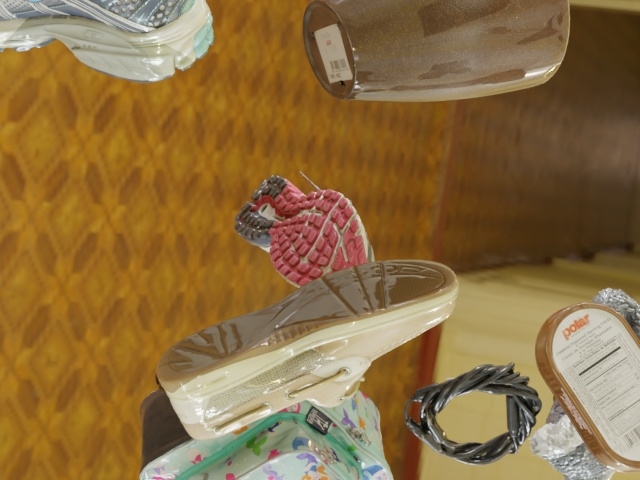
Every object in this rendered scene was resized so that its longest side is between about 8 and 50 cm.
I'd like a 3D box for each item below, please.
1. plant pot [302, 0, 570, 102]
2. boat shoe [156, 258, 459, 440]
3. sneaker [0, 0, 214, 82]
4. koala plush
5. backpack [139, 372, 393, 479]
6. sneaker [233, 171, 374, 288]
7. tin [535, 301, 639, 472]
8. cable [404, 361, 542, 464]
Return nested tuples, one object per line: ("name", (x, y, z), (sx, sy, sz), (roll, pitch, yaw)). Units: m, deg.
("plant pot", (0.106, -0.232, 1.352), (0.230, 0.215, 0.215), (-22, 128, -24))
("boat shoe", (-0.003, 0.108, 1.240), (0.109, 0.302, 0.098), (-110, 179, -65))
("sneaker", (-0.212, -0.215, 0.978), (0.110, 0.283, 0.122), (-57, 151, -43))
("koala plush", (0.367, 0.216, 1.600), (0.221, 0.203, 0.196), (-42, 143, 1))
("backpack", (-0.046, 0.238, 1.388), (0.253, 0.225, 0.191), (39, 26, -44))
("sneaker", (0.000, 0.000, 1.567), (0.112, 0.299, 0.121), (37, 91, -26))
("tin", (0.303, 0.152, 1.334), (0.106, 0.190, 0.040), (-31, 173, -19))
("cable", (0.191, 0.207, 1.532), (0.184, 0.150, 0.047), (44, 16, -41))
